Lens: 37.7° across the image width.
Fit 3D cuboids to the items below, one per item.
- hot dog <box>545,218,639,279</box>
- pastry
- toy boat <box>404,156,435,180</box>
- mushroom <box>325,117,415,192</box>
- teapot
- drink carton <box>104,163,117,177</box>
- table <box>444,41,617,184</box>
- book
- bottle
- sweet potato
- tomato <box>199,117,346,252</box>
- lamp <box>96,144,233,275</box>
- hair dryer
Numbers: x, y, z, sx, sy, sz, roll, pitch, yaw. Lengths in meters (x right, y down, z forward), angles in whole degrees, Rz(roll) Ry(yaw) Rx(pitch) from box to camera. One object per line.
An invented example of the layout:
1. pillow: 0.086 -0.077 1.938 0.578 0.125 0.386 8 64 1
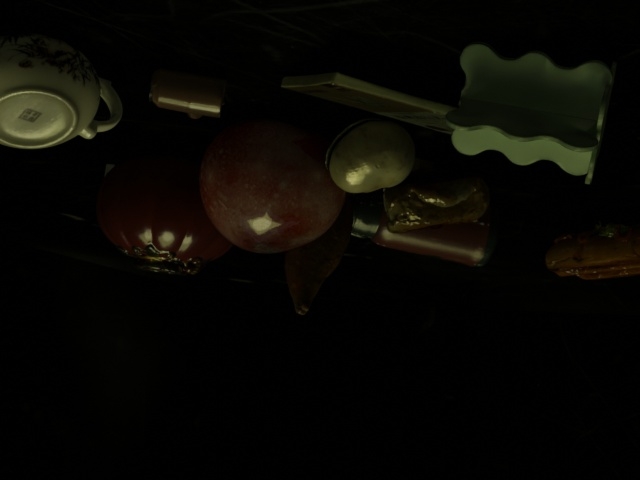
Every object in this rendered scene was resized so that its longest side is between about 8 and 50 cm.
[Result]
1. hot dog: 0.651 0.016 2.047 0.158 0.117 0.349 7 169 -29
2. pastry: 0.210 -0.070 1.796 0.218 0.100 0.229 -10 -178 -34
3. toy boat: 0.151 -0.134 1.782 0.149 0.047 0.049 -2 165 42
4. mushroom: 0.084 -0.146 1.600 0.154 0.122 0.154 -18 144 -14
5. teapot: -0.437 -0.231 1.451 0.208 0.166 0.299 -46 149 24
6. drink carton: -0.386 -0.105 2.189 0.222 0.102 0.134 6 167 -1
7. table: 0.273 -0.172 1.235 0.198 0.167 0.166 12 171 16
8. book: 0.118 -0.199 1.395 0.310 0.021 0.217 12 -176 -22
9. bottle: 0.203 -0.044 1.998 0.336 0.144 0.144 12 169 -10
10. sweet potato: -0.002 0.001 1.842 0.131 0.337 0.131 6 152 3
11. tomato: -0.088 -0.090 1.694 0.270 0.227 0.270 2 162 1
12. lamp: -0.310 -0.061 1.936 0.303 0.257 0.303 8 172 1
13. hair dryer: -0.213 -0.228 1.529 0.117 0.064 0.181 9 175 -4
